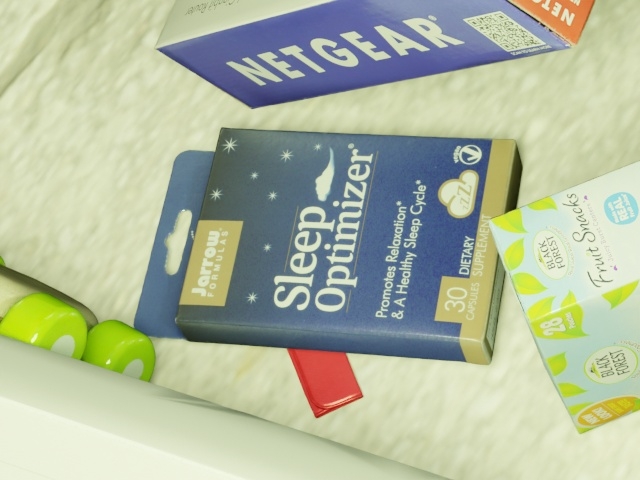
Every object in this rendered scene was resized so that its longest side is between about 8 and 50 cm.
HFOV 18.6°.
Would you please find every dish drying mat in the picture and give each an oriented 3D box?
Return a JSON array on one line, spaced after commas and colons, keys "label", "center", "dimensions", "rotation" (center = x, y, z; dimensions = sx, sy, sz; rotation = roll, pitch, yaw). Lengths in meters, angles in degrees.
[{"label": "dish drying mat", "center": [-0.004, 0.064, 1.167], "dimensions": [0.032, 0.008, 0.083], "rotation": [-25, 64, 3]}]

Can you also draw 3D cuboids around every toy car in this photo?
[{"label": "toy car", "center": [-0.218, 0.102, 1.147], "dimensions": [0.155, 0.149, 0.188], "rotation": [26, 89, 29]}]

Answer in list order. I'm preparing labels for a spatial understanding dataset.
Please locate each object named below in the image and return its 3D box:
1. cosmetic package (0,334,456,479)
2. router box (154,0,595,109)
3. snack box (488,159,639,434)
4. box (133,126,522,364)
[{"label": "cosmetic package", "center": [-0.113, 0.218, 1.014], "dimensions": [0.377, 0.097, 0.284], "rotation": [15, 103, 21]}, {"label": "router box", "center": [0.066, -0.238, 1.125], "dimensions": [0.335, 0.082, 0.301], "rotation": [-3, 60, 59]}, {"label": "snack box", "center": [0.209, 0.012, 1.036], "dimensions": [0.207, 0.174, 0.070], "rotation": [-21, 61, 7]}, {"label": "box", "center": [0.000, 0.000, 1.171], "dimensions": [0.225, 0.036, 0.136], "rotation": [2, 63, 18]}]
